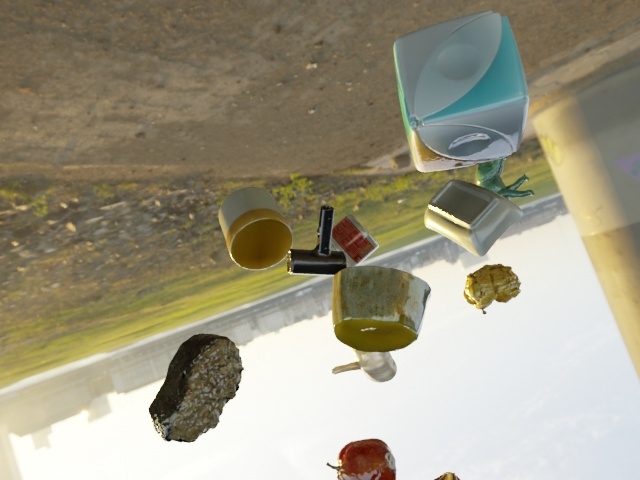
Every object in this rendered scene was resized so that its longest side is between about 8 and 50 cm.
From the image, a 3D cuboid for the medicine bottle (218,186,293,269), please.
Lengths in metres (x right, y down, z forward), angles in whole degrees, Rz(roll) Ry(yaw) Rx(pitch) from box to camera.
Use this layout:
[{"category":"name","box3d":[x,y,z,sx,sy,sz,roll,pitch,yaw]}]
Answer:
[{"category":"medicine bottle","box3d":[-0.245,-0.047,1.936,0.238,0.232,0.237,-12,129,-15]}]

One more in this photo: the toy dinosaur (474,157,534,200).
[{"category":"toy dinosaur","box3d":[0.622,-0.186,2.008,0.331,0.383,0.129,-40,161,28]}]

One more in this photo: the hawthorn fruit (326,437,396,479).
[{"category":"hawthorn fruit","box3d":[0.140,0.800,1.815,0.254,0.204,0.205,2,169,-15]}]

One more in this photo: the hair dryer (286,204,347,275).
[{"category":"hair dryer","box3d":[0.000,0.000,1.697,0.197,0.251,0.089,3,-156,-16]}]

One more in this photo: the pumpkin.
[{"category":"pumpkin","box3d":[0.183,0.238,1.661,0.333,0.199,0.332,8,154,4]}]

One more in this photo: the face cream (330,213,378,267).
[{"category":"face cream","box3d":[0.130,0.010,2.293,0.187,0.201,0.201,-42,173,4]}]

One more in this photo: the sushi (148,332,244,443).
[{"category":"sushi","box3d":[-0.385,0.465,1.621,0.171,0.211,0.350,12,-118,40]}]

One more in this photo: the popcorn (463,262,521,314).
[{"category":"popcorn","box3d":[0.586,0.156,1.799,0.163,0.140,0.194,32,133,-32]}]

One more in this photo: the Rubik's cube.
[{"category":"Rubik's cube","box3d":[0.428,-0.448,1.612,0.353,0.351,0.347,-8,160,10]}]

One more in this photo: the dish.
[{"category":"dish","box3d":[0.343,-0.072,1.214,0.151,0.077,0.212,-46,-142,-3]}]

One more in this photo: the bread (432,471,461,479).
[{"category":"bread","box3d":[0.437,0.893,1.811,0.160,0.073,0.160,-43,177,-3]}]

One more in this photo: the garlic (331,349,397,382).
[{"category":"garlic","box3d":[0.149,0.443,1.857,0.226,0.199,0.199,-22,176,-7]}]
